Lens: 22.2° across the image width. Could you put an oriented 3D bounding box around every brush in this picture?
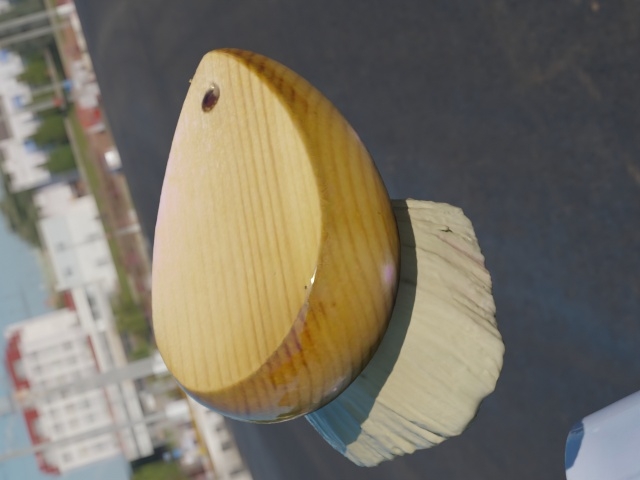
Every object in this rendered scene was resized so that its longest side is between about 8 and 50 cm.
[{"bbox_3d":[0.000,0.000,1.041,0.174,0.166,0.267,-35,51,36],"label":"brush"}]

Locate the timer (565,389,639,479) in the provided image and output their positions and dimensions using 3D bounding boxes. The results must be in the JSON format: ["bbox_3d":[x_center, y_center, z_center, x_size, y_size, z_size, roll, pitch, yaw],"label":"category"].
[{"bbox_3d":[0.338,0.308,1.223,0.395,0.173,0.395,41,-148,-33],"label":"timer"}]
